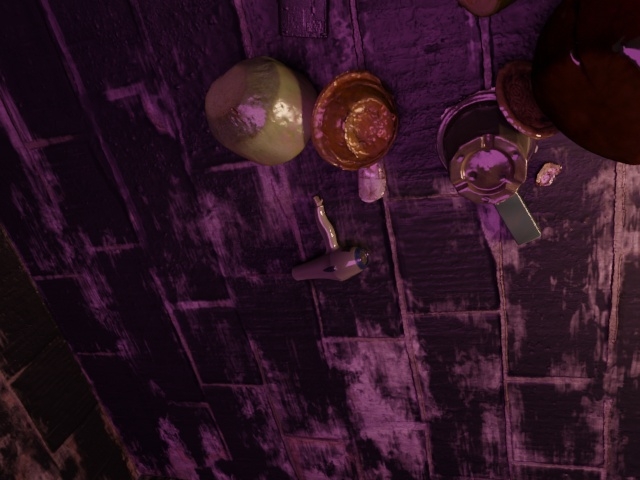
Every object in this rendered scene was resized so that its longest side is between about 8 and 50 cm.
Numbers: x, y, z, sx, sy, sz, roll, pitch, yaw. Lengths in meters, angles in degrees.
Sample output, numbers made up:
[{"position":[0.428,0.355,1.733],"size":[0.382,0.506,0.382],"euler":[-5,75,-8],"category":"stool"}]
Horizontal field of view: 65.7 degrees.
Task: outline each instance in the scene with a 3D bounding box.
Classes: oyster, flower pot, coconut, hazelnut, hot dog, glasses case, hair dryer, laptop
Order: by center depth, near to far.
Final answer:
[{"position":[0.686,-0.377,1.102],"size":[0.429,0.402,0.402],"euler":[43,122,3],"category":"hazelnut"},{"position":[0.440,-0.236,1.328],"size":[0.291,0.259,0.290],"euler":[9,122,14],"category":"flower pot"},{"position":[-0.052,-0.670,1.370],"size":[0.154,0.026,0.207],"euler":[9,121,12],"category":"laptop"},{"position":[0.651,-0.189,1.432],"size":[0.054,0.019,0.083],"euler":[29,121,-2],"category":"oyster"},{"position":[-0.156,-0.365,1.440],"size":[0.281,0.329,0.328],"euler":[56,132,35],"category":"coconut"},{"position":[0.591,-0.077,1.501],"size":[0.078,0.039,0.184],"euler":[-28,107,28],"category":"glasses case"},{"position":[0.155,-0.210,1.554],"size":[0.099,0.053,0.191],"euler":[0,116,16],"category":"hot dog"},{"position":[-0.012,0.035,1.736],"size":[0.296,0.119,0.298],"euler":[-40,86,35],"category":"hair dryer"}]

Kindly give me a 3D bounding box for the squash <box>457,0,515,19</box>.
[{"position":[0.499,-0.667,1.199],"size":[0.289,0.203,0.111],"euler":[-40,103,-5],"category":"squash"}]

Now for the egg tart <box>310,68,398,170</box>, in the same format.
[{"position":[0.112,-0.328,1.384],"size":[0.291,0.115,0.289],"euler":[-12,116,-25],"category":"egg tart"}]

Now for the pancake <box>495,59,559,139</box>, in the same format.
[{"position":[0.531,-0.361,1.260],"size":[0.212,0.234,0.029],"euler":[5,161,-21],"category":"pancake"}]
